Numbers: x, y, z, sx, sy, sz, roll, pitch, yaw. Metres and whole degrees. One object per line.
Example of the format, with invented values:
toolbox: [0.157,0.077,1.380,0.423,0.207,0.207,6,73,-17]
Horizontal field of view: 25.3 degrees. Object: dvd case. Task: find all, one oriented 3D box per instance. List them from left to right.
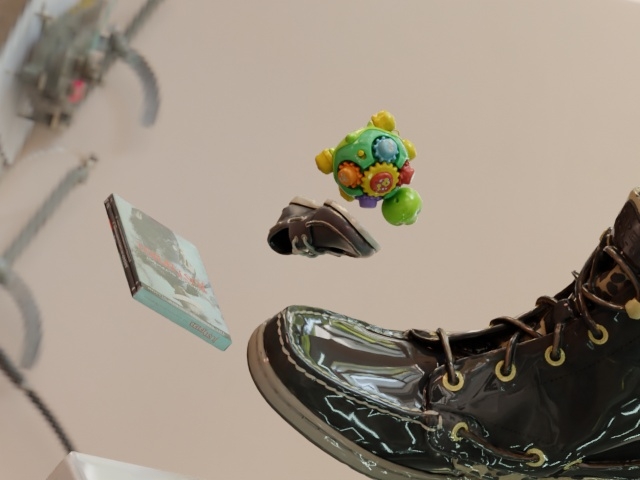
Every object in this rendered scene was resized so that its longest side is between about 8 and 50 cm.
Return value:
dvd case: [-0.109,0.021,1.013,0.013,0.087,0.119,-44,-144,15]

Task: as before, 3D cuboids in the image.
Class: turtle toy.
turtle toy: [0.062,-0.067,1.484,0.130,0.095,0.066,49,9,-40]

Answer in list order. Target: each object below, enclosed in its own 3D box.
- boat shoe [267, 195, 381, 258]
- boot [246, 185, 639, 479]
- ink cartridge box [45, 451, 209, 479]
boat shoe: [0.000,0.000,1.493,0.065,0.075,0.206,-45,-160,-10]
boot: [0.165,0.072,1.069,0.284,0.377,0.138,-53,-157,31]
ink cartridge box: [-0.150,0.296,1.002,0.171,0.168,0.233,22,112,-49]
